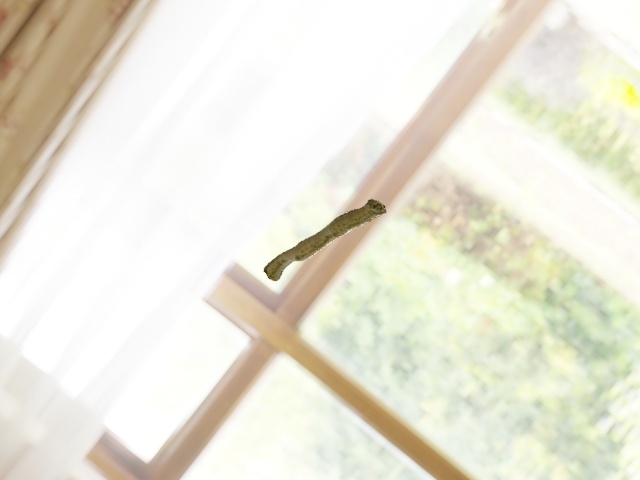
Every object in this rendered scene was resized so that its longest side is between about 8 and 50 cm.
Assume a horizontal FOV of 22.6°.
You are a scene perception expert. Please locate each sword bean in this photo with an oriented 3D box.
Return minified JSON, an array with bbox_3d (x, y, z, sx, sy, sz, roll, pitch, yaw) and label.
[{"bbox_3d":[0.000,0.000,0.675,0.012,0.012,0.083,37,144,-18],"label":"sword bean"}]
